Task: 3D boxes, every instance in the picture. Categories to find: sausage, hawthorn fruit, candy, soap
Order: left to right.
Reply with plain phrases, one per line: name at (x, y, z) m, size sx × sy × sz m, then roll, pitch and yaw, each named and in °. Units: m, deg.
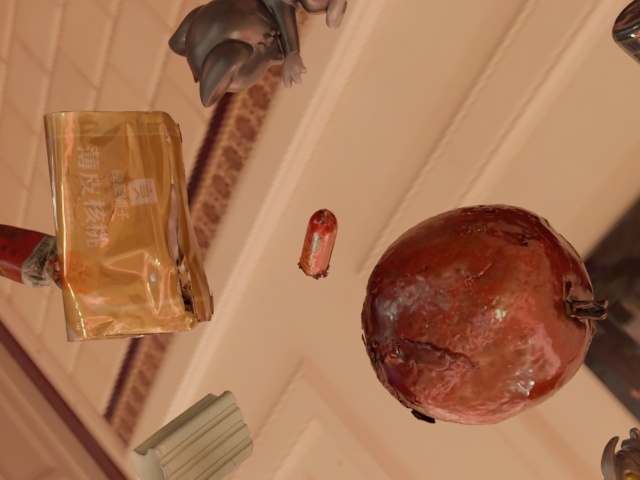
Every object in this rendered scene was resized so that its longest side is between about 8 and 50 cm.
candy at (-0.469, 0.018, 1.857) m, size 0.086 × 0.292 × 0.059 m, roll -57°, pitch 142°, yaw -24°
soap at (-0.202, 0.339, 1.950) m, size 0.067 × 0.119 × 0.198 m, roll -12°, pitch -166°, yaw 40°
sausage at (0.000, 0.000, 1.654) m, size 0.048 × 0.050 × 0.145 m, roll -2°, pitch 151°, yaw -10°
hawthorn fruit at (0.202, 0.089, 1.550) m, size 0.316 × 0.316 × 0.316 m, roll -39°, pitch 165°, yaw -12°

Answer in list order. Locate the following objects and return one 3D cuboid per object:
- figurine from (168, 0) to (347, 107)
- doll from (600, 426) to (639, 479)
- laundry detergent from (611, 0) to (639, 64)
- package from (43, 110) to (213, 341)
figurine at (-0.068, -0.280, 1.532) m, size 0.140 × 0.193 × 0.265 m, roll 16°, pitch 126°, yaw -36°
doll at (0.345, 0.292, 1.330) m, size 0.062 × 0.104 × 0.194 m, roll 126°, pitch -20°, yaw -51°
laundry detergent at (0.405, -0.180, 1.274) m, size 0.097 × 0.206 × 0.061 m, roll -29°, pitch -150°, yaw 49°
package at (-0.257, -0.022, 1.683) m, size 0.165 × 0.311 × 0.221 m, roll -9°, pitch 173°, yaw 17°
